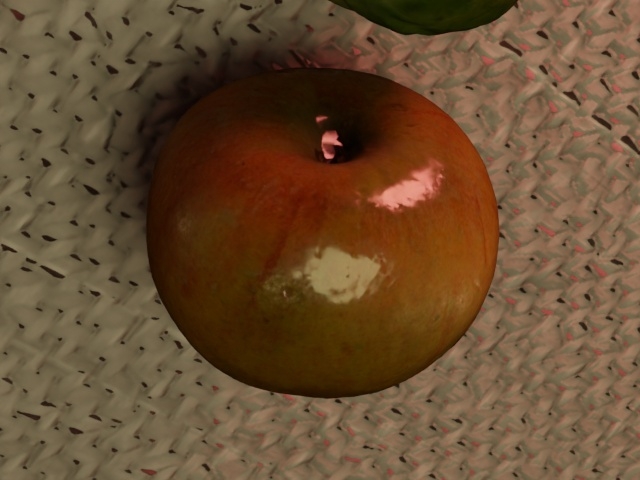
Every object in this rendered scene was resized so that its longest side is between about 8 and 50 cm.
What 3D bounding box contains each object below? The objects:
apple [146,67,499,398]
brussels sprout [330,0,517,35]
[{"bbox_3d":[0.000,0.000,0.880,0.182,0.182,0.155,-11,140,-24],"label":"apple"},{"bbox_3d":[0.038,-0.175,0.811,0.145,0.131,0.183,-52,135,3],"label":"brussels sprout"}]
